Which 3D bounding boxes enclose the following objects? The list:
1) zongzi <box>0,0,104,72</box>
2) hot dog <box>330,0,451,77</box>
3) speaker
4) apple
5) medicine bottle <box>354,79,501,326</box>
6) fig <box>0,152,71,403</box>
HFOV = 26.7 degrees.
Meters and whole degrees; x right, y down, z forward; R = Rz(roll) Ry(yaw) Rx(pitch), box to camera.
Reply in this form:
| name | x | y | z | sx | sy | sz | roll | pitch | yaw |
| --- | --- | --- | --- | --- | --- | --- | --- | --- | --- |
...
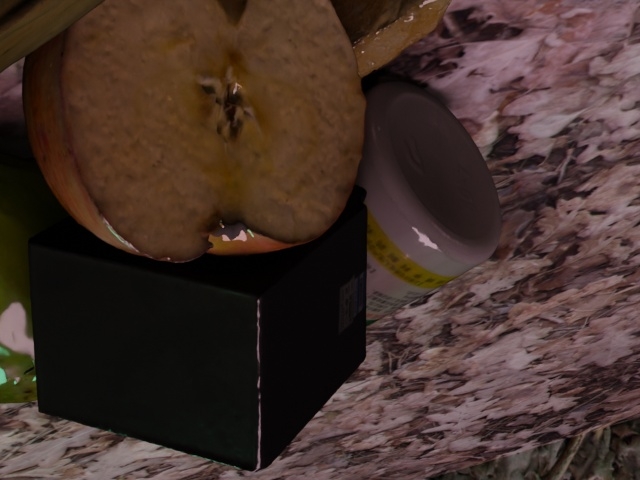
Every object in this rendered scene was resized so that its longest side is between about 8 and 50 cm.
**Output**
| name | x | y | z | sx | sy | sz | roll | pitch | yaw |
| --- | --- | --- | --- | --- | --- | --- | --- | --- | --- |
| zongzi | -0.236 | -0.076 | 0.765 | 0.499 | 0.467 | 0.218 | -12 | 157 | -9 |
| hot dog | 0.028 | -0.185 | 1.175 | 0.242 | 0.084 | 0.073 | -31 | 157 | 31 |
| speaker | -0.100 | 0.057 | 1.217 | 0.232 | 0.184 | 0.254 | 12 | -155 | 22 |
| apple | -0.119 | -0.099 | 1.070 | 0.293 | 0.251 | 0.163 | 6 | 172 | -41 |
| medicine bottle | 0.000 | 0.000 | 1.418 | 0.339 | 0.208 | 0.208 | -32 | 152 | 33 |
| fig | -0.312 | 0.033 | 1.269 | 0.233 | 0.233 | 0.314 | -17 | 164 | 4 |
